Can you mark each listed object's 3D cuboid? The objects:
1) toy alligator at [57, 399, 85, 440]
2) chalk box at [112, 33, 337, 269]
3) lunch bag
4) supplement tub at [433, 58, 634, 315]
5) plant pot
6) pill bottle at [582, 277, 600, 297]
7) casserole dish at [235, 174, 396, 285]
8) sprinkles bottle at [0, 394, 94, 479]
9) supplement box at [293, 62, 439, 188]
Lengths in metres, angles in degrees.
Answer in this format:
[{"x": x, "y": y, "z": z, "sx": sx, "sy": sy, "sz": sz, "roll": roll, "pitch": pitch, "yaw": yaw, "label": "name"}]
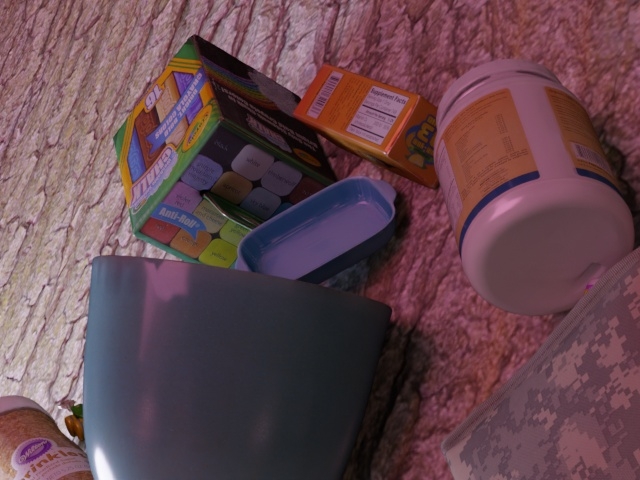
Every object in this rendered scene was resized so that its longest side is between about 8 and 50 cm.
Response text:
[{"x": -0.298, "y": 0.240, "z": 1.768, "sx": 0.189, "sy": 0.056, "sz": 0.051, "roll": 0, "pitch": 109, "yaw": 64, "label": "toy alligator"}, {"x": -0.111, "y": -0.075, "z": 1.604, "sx": 0.179, "sy": 0.180, "sz": 0.289, "roll": -49, "pitch": 31, "yaw": 20, "label": "chalk box"}, {"x": 0.240, "y": 0.148, "z": 0.896, "sx": 0.287, "sy": 0.169, "sz": 0.235, "roll": -51, "pitch": 31, "yaw": 26, "label": "lunch bag"}, {"x": 0.177, "y": -0.050, "z": 1.178, "sx": 0.144, "sy": 0.144, "sz": 0.200, "roll": -44, "pitch": 34, "yaw": 28, "label": "supplement tub"}, {"x": -0.094, "y": 0.156, "z": 1.301, "sx": 0.293, "sy": 0.293, "sz": 0.235, "roll": -2, "pitch": 76, "yaw": 56, "label": "plant pot"}, {"x": 0.224, "y": 0.076, "z": 1.103, "sx": 0.043, "sy": 0.043, "sz": 0.083, "roll": 4, "pitch": 69, "yaw": 58, "label": "pill bottle"}, {"x": 0.000, "y": 0.000, "z": 1.448, "sx": 0.188, "sy": 0.037, "sz": 0.114, "roll": -30, "pitch": 38, "yaw": -5, "label": "casserole dish"}, {"x": -0.326, "y": 0.300, "z": 1.661, "sx": 0.355, "sy": 0.121, "sz": 0.121, "roll": 25, "pitch": 87, "yaw": 56, "label": "sprinkles bottle"}, {"x": 0.060, "y": -0.128, "z": 1.488, "sx": 0.080, "sy": 0.078, "sz": 0.233, "roll": -57, "pitch": 31, "yaw": 1, "label": "supplement box"}]
